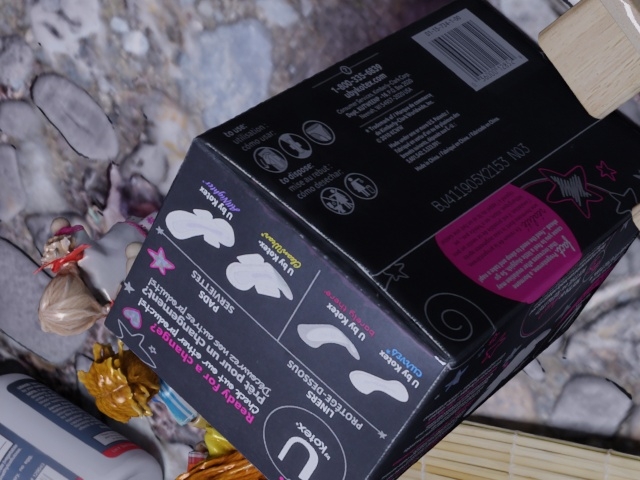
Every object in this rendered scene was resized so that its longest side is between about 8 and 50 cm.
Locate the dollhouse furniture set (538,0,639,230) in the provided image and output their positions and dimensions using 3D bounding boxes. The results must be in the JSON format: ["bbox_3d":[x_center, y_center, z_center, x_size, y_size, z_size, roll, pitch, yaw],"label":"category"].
[{"bbox_3d":[0.193,-0.133,0.703,0.161,0.242,0.212,-37,89,43],"label":"dollhouse furniture set"}]

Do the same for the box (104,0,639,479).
[{"bbox_3d":[0.040,0.003,0.888,0.163,0.247,0.142,41,130,14],"label":"box"}]

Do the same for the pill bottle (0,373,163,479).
[{"bbox_3d":[-0.213,0.159,1.262,0.180,0.108,0.108,30,128,23],"label":"pill bottle"}]

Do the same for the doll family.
[{"bbox_3d":[-0.071,0.088,1.076,0.118,0.163,0.263,-21,99,42],"label":"doll family"}]

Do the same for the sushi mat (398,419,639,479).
[{"bbox_3d":[0.169,0.192,1.001,0.316,0.019,0.151,7,106,44],"label":"sushi mat"}]
